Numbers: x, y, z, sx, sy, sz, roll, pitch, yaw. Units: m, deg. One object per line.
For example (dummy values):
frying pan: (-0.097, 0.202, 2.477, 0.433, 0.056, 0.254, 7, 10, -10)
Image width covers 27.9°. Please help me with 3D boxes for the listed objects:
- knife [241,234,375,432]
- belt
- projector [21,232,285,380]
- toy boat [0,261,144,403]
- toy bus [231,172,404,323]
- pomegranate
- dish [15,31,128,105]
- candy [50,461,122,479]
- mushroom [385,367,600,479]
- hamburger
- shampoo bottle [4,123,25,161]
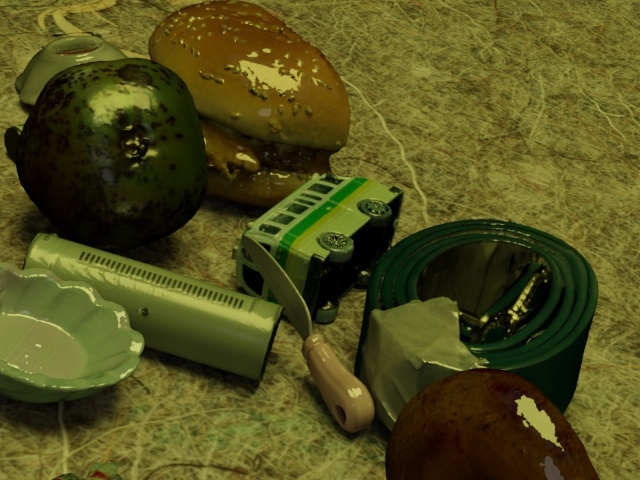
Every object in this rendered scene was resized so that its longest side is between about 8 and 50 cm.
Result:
knife: (-0.029, 0.108, 1.697, 0.043, 0.081, 0.336, -21, 60, -25)
belt: (0.211, 0.122, 1.768, 0.300, 0.173, 0.436, 17, 26, 19)
projector: (-0.221, 0.086, 1.684, 0.337, 0.108, 0.108, 17, 31, 1)
toy boat: (-0.362, 0.118, 1.560, 0.290, 0.100, 0.199, 26, 33, 2)
toy bus: (0.000, 0.000, 1.900, 0.164, 0.134, 0.276, 24, 33, 18)
pomegranate: (-0.315, -0.122, 1.873, 0.285, 0.285, 0.340, 1, 1, -24)
dish: (-0.415, -0.301, 2.195, 0.229, 0.081, 0.229, -1, 28, 1)
candy: (-0.295, 0.309, 1.336, 0.086, 0.059, 0.292, 26, 31, 22)
mushroom: (0.204, 0.262, 1.467, 0.267, 0.267, 0.254, 22, 31, 10)
hamburger: (-0.165, -0.221, 2.070, 0.287, 0.268, 0.445, -17, 45, -37)
shampoo bottle: (-0.406, -0.175, 2.063, 0.057, 0.063, 0.207, 45, 39, 22)
